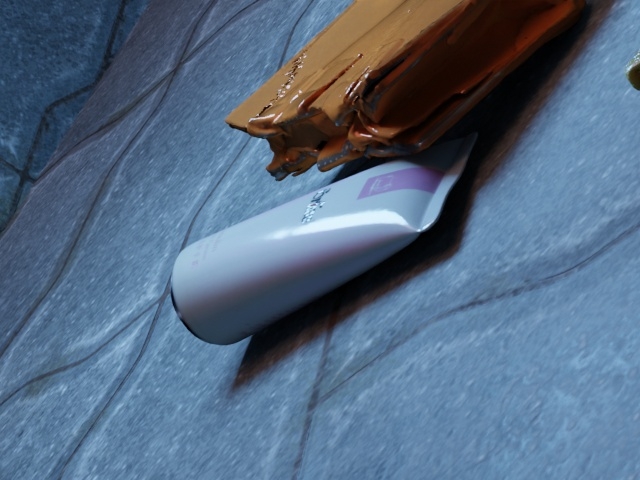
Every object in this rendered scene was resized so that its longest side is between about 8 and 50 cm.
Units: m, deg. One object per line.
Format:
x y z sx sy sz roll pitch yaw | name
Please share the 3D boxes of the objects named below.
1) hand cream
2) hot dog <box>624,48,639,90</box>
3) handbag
0.000 0.000 1.961 0.359 0.118 0.185 -27 18 32 | hand cream
0.312 -0.175 1.713 0.090 0.030 0.034 -54 19 -18 | hot dog
0.089 -0.195 2.093 0.303 0.116 0.410 -43 14 -19 | handbag
